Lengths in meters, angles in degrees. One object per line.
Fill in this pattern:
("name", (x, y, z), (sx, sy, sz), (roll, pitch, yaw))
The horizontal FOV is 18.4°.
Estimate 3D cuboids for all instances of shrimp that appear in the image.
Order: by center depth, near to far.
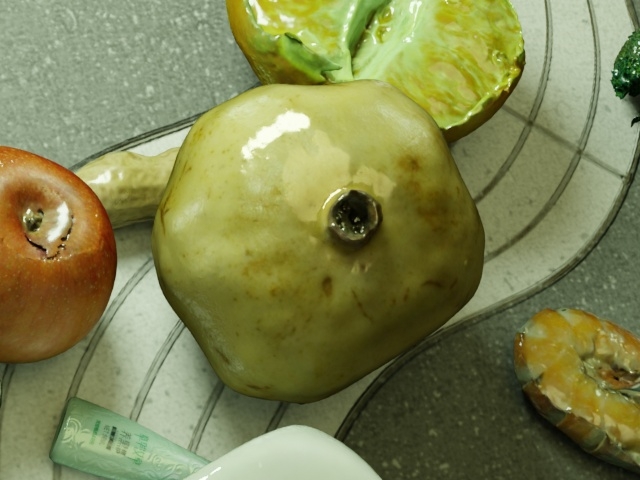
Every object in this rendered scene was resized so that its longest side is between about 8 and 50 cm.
("shrimp", (0.346, 0.181, 2.125), (0.317, 0.062, 0.164), (35, 56, 0))

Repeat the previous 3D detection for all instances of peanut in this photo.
("peanut", (-0.185, -0.058, 2.025), (0.174, 0.080, 0.080), (-12, 71, -29))

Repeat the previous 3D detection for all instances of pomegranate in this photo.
("pomegranate", (0.000, 0.000, 1.922), (0.332, 0.332, 0.332), (8, 64, -17))

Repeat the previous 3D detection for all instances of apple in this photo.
("apple", (-0.303, 0.008, 1.870), (0.235, 0.173, 0.210), (5, 63, -41))

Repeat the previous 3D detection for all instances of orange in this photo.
("orange", (0.044, -0.224, 2.120), (0.334, 0.196, 0.262), (31, 45, -10))

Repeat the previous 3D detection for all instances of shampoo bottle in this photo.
("shampoo bottle", (-0.166, 0.215, 1.923), (0.190, 0.041, 0.069), (22, 55, -11))

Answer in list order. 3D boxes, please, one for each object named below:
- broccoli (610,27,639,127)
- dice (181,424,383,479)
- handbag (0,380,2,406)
("broccoli", (0.470, -0.158, 2.241), (0.297, 0.297, 0.297), (6, 91, -19))
("dice", (-0.058, 0.363, 1.742), (0.277, 0.304, 0.304), (-27, 78, -30))
("handbag", (-0.443, 0.198, 1.803), (0.260, 0.079, 0.247), (21, 60, -10))
